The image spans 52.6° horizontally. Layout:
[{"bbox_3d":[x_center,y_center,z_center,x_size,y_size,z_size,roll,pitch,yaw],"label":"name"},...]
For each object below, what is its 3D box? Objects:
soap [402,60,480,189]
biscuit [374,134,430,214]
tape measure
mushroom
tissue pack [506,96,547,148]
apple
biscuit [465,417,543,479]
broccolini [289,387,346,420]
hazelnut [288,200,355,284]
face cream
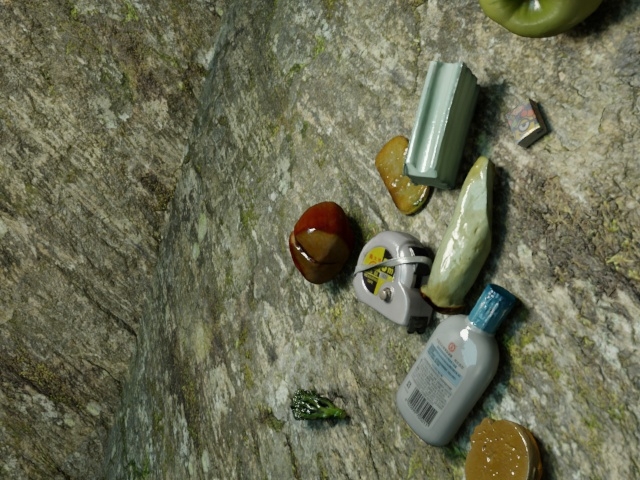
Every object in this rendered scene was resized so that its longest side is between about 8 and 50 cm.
[{"bbox_3d":[0.262,-0.246,1.422,0.094,0.150,0.261,15,88,31],"label":"soap"},{"bbox_3d":[0.204,-0.165,1.603,0.118,0.029,0.247,-47,41,26],"label":"biscuit"},{"bbox_3d":[0.165,0.077,1.473,0.236,0.120,0.197,27,105,52],"label":"tape measure"},{"bbox_3d":[0.303,-0.006,1.333,0.107,0.087,0.333,25,94,35],"label":"mushroom"},{"bbox_3d":[0.415,-0.236,1.303,0.063,0.035,0.083,-41,44,42],"label":"tissue pack"},{"bbox_3d":[0.416,-0.521,1.212,0.279,0.279,0.278,-29,54,49],"label":"apple"},{"bbox_3d":[0.327,0.400,1.162,0.170,0.050,0.170,-43,36,45],"label":"biscuit"},{"bbox_3d":[-0.001,0.435,1.651,0.203,0.068,0.091,8,54,48],"label":"broccolini"},{"bbox_3d":[-0.003,-0.001,1.713,0.181,0.181,0.212,47,129,31],"label":"hazelnut"},{"bbox_3d":[0.272,0.236,1.279,0.336,0.080,0.163,-63,38,18],"label":"face cream"}]
